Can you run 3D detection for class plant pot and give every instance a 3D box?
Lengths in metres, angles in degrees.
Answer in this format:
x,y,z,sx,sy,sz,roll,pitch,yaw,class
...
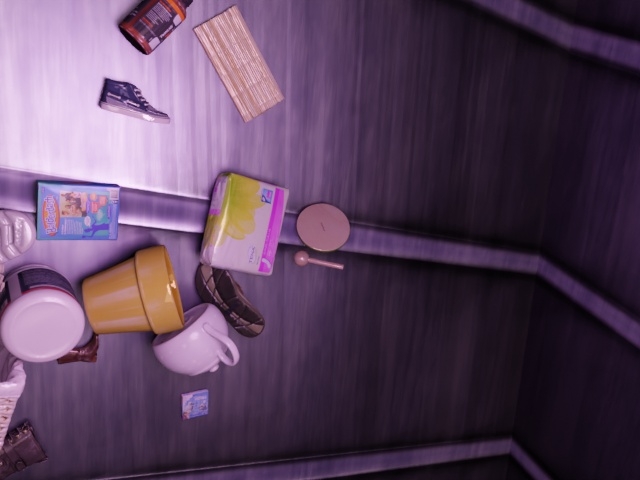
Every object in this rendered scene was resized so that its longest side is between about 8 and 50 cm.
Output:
x,y,z,sx,sy,sz,roll,pitch,yaw,class
-0.535,0.158,1.650,0.239,0.254,0.253,-13,113,-10,plant pot

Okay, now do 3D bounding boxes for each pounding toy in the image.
x,y,z,sx,sy,sz,roll,pitch,yaw,class
0.000,0.000,1.978,0.183,0.110,0.236,10,63,-4,pounding toy

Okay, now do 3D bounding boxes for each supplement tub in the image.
x,y,z,sx,sy,sz,roll,pitch,yaw,class
-0.733,0.179,1.504,0.191,0.272,0.191,-10,111,-28,supplement tub
-0.429,-0.595,1.532,0.198,0.106,0.106,-48,124,-8,supplement tub

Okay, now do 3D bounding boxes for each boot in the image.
x,y,z,sx,sy,sz,roll,pitch,yaw,class
-0.498,-0.380,1.583,0.190,0.069,0.086,9,104,-31,boot
-0.717,0.316,1.706,0.114,0.037,0.106,6,100,-28,boot
-0.936,0.595,1.645,0.229,0.091,0.262,-34,124,-24,boot

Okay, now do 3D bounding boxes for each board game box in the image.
x,y,z,sx,sy,sz,roll,pitch,yaw,class
-0.668,-0.081,1.594,0.210,0.047,0.160,1,106,-32,board game box
-0.427,0.557,1.966,0.090,0.020,0.089,-6,107,-29,board game box

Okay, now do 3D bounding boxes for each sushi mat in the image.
x,y,z,sx,sy,sz,roll,pitch,yaw,class
-0.236,-0.520,1.726,0.151,0.019,0.316,-39,121,-16,sushi mat

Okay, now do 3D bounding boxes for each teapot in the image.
x,y,z,sx,sy,sz,roll,pitch,yaw,class
-0.372,0.325,1.771,0.253,0.256,0.187,-33,103,3,teapot

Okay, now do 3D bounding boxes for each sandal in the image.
x,y,z,sx,sy,sz,roll,pitch,yaw,class
-0.296,0.190,1.879,0.120,0.086,0.302,-33,106,5,sandal
-0.920,0.029,1.441,0.417,0.102,0.169,-13,104,-11,sandal

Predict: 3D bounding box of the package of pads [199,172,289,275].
x,y,z,sx,sy,sz,roll,pitch,yaw,class
-0.239,-0.048,1.800,0.229,0.101,0.296,13,86,-35,package of pads

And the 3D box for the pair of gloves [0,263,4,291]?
x,y,z,sx,sy,sz,roll,pitch,yaw,class
-0.876,0.132,1.394,0.204,0.042,0.239,13,95,-7,pair of gloves

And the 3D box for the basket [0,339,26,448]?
x,y,z,sx,sy,sz,roll,pitch,yaw,class
-0.935,0.375,1.416,0.329,0.331,0.266,11,102,-33,basket
